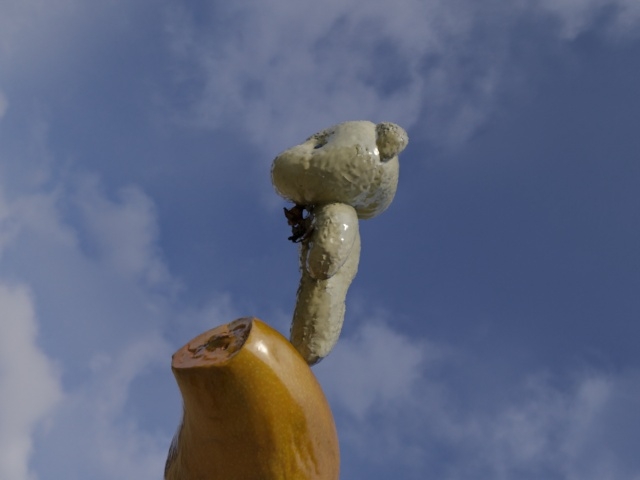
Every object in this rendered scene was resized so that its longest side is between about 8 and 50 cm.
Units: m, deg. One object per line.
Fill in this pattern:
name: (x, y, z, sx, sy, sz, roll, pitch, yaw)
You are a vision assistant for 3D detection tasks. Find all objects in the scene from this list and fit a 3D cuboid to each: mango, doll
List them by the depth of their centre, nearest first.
mango: (-0.072, 0.237, 0.709, 0.187, 0.144, 0.359, 11, -60, 2)
doll: (-0.001, -0.001, 0.753, 0.175, 0.149, 0.278, -1, -102, 63)
